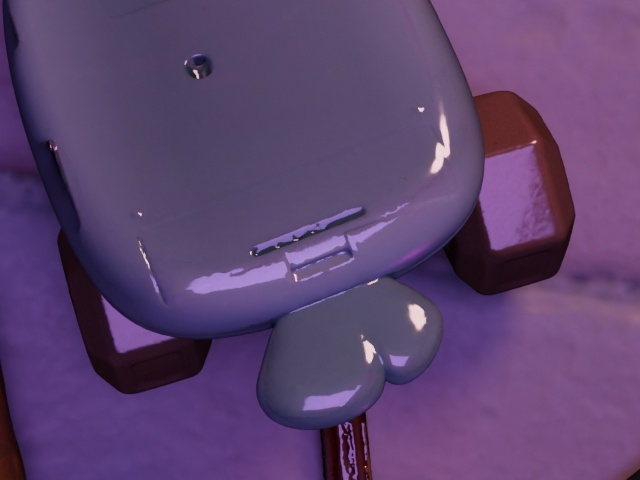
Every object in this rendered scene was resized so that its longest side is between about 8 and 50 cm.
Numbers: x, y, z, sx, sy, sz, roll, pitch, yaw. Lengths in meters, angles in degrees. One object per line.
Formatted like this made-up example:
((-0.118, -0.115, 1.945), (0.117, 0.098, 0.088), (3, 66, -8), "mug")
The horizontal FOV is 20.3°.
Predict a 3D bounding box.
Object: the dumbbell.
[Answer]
((0.000, 0.000, 0.813), (0.231, 0.092, 0.082), (-15, 68, -6), "dumbbell")

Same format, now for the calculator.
((-0.033, -0.062, 0.767), (0.185, 0.041, 0.299), (-20, 68, -7), "calculator")

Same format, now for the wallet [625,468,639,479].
((0.185, 0.194, 0.869), (0.245, 0.052, 0.168), (-40, 94, 0), "wallet")

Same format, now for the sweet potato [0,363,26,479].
((-0.172, 0.095, 0.811), (0.072, 0.066, 0.314), (-9, 98, 1), "sweet potato")

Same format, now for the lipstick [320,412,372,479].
((0.014, 0.122, 0.853), (0.027, 0.027, 0.176), (-6, 94, -6), "lipstick")
